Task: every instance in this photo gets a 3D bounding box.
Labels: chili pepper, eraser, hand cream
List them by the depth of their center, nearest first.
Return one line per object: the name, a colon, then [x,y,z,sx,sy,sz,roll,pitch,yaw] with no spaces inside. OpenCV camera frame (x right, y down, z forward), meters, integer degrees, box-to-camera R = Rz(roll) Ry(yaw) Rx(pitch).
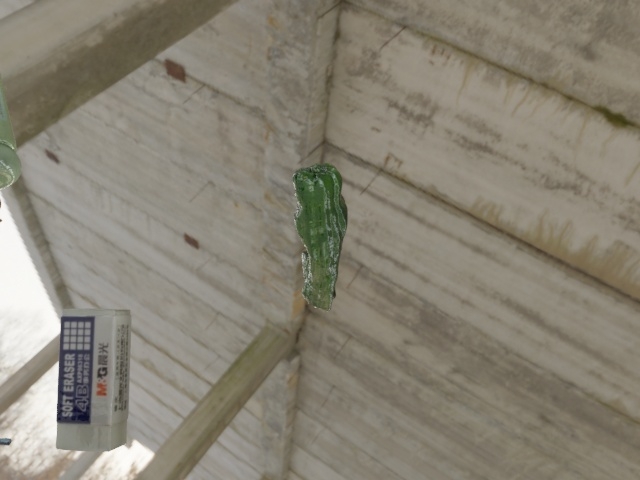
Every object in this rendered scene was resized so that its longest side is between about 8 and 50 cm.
chili pepper: [0.000,-0.001,1.013,0.084,0.099,0.253,-3,-57,-5]
hand cream: [-0.596,-0.226,1.095,0.093,0.147,0.305,87,-21,-70]
eraser: [-0.459,0.278,1.300,0.124,0.278,0.081,-1,-6,11]

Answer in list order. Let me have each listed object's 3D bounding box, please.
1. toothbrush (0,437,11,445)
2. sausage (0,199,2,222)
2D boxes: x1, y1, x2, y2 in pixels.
toothbrush: [-0.716,0.381,1.236,0.220,0.019,0.016,9,-40,-14]
sausage: [-0.578,-0.165,0.925,0.053,0.053,0.347,-3,-54,46]
